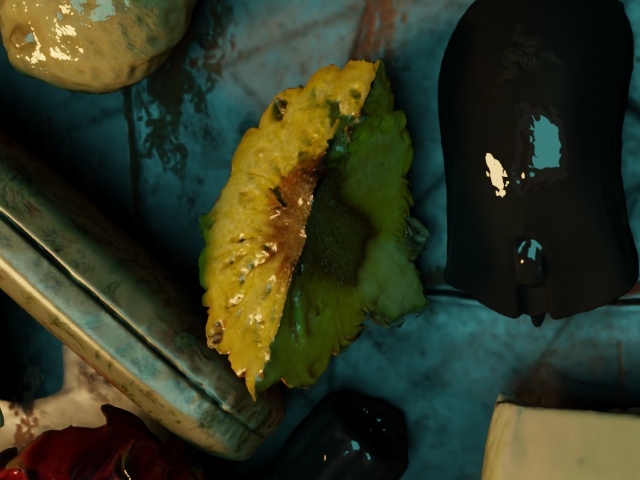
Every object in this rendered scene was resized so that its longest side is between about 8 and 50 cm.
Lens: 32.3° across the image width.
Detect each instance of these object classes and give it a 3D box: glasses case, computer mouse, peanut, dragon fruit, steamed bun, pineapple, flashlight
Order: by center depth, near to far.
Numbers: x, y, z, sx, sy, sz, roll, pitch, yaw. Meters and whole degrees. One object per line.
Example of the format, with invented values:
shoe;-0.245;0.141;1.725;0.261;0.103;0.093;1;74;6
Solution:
computer mouse;0.150;-0.058;0.792;0.147;0.088;0.264;-2;104;21
steamed bun;0.222;0.205;0.799;0.225;0.170;0.200;14;74;31
pineapple;0.001;-0.006;0.843;0.140;0.164;0.250;12;87;45
peanut;-0.176;-0.183;0.850;0.159;0.109;0.140;-41;74;17
dragon fruit;-0.191;0.239;0.867;0.274;0.193;0.192;-23;83;22
glasses case;-0.201;0.017;0.878;0.425;0.156;0.098;40;85;6
flashlight;-0.080;0.290;0.940;0.103;0.103;0.424;41;109;6

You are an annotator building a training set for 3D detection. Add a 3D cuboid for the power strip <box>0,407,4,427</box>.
power strip;-0.317;0.068;0.953;0.029;0.080;0.227;-20;115;-23
